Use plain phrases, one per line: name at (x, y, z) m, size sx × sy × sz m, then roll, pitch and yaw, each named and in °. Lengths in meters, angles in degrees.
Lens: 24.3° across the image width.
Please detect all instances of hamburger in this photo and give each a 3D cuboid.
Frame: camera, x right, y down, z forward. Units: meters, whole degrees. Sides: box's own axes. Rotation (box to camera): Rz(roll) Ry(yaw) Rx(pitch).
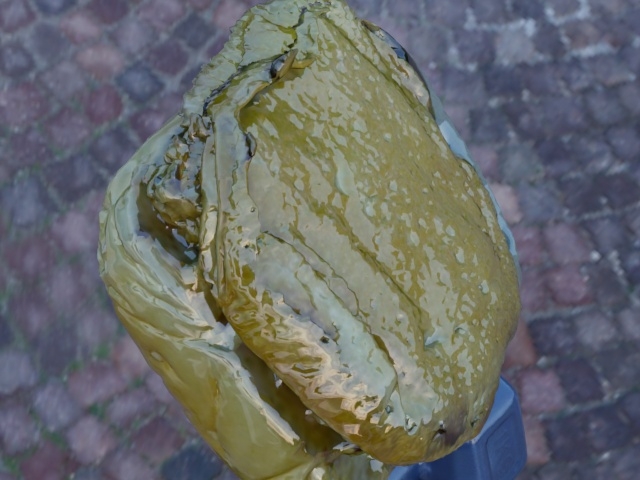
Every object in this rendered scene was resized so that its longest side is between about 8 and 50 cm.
hamburger at (0.000, 0.000, 0.916) m, size 0.319 × 0.158 × 0.318 m, roll 34°, pitch 46°, yaw -44°

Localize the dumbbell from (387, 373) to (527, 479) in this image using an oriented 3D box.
dumbbell at (0.005, 0.199, 1.083) m, size 0.160 × 0.144 × 0.325 m, roll 45°, pitch 60°, yaw 13°
